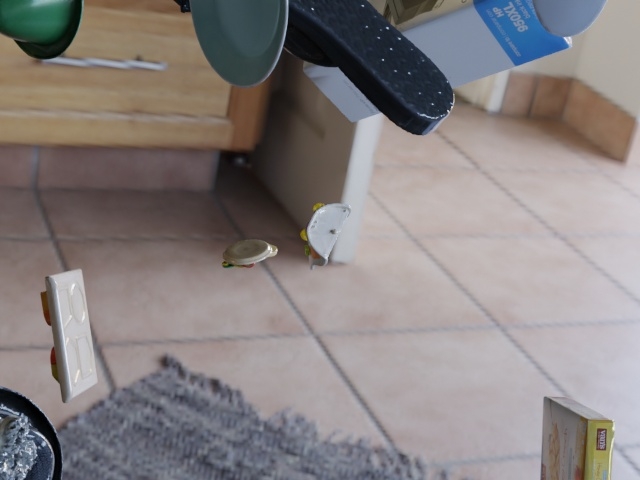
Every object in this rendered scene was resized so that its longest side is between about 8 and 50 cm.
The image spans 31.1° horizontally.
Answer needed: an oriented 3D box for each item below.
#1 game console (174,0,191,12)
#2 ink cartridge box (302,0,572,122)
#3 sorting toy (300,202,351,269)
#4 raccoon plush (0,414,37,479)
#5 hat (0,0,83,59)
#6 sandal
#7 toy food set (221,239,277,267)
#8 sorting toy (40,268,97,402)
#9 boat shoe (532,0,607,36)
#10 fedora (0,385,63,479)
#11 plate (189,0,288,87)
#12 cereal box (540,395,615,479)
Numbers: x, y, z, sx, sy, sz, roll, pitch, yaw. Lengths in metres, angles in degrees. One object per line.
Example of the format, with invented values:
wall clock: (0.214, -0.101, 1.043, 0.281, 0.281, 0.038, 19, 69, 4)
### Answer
game console: (-0.176, -0.379, 1.570, 0.107, 0.071, 0.122, -3, 59, -4)
ink cartridge box: (0.177, -0.393, 1.831, 0.394, 0.166, 0.286, -17, 54, 28)
sorting toy: (0.000, 0.000, 1.441, 0.044, 0.075, 0.083, 22, 60, 6)
raccoon plush: (-0.472, 0.443, 1.528, 0.299, 0.447, 0.216, -21, -3, -22)
hat: (-0.431, -0.312, 1.498, 0.173, 0.209, 0.183, -21, -4, 39)
sandal: (-0.004, -0.306, 1.633, 0.446, 0.107, 0.167, 47, 43, 3)
toy food set: (-0.116, 0.021, 1.832, 0.082, 0.020, 0.083, 5, 29, 26)
sorting toy: (-0.397, 0.146, 1.808, 0.038, 0.193, 0.208, -8, 2, 0)
boat shoe: (0.232, -0.304, 1.057, 0.080, 0.229, 0.076, 0, 13, 12)
fedora: (-0.546, 0.395, 1.857, 0.334, 0.334, 0.152, -8, -2, -37)
plate: (-0.083, -0.258, 1.226, 0.024, 0.188, 0.188, -13, 34, -36)
cereal box: (0.392, 0.343, 1.780, 0.047, 0.173, 0.240, 3, 0, -5)
